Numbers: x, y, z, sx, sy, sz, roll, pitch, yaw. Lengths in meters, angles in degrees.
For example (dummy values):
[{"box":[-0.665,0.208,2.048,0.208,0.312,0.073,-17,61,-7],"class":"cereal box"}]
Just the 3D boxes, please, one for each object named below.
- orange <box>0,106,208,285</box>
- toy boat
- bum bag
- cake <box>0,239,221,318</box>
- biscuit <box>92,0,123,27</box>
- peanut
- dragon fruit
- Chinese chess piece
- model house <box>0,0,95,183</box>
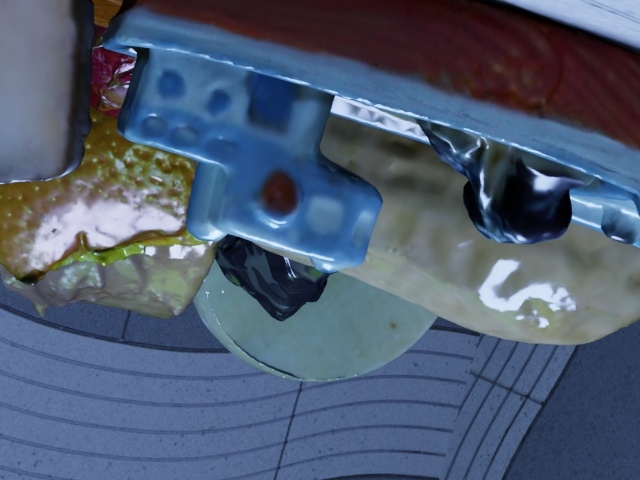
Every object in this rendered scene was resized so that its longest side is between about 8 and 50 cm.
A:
[{"box":[-0.196,-0.096,1.245,0.335,0.196,0.262,-8,-166,2],"class":"orange"},{"box":[0.060,-0.039,0.662,0.332,0.133,0.145,14,-178,-14],"class":"toy boat"},{"box":[-0.002,-0.011,1.509,0.340,0.144,0.095,-28,-178,44],"class":"bum bag"},{"box":[-0.279,-0.086,1.575,0.321,0.332,0.332,13,-176,-24],"class":"cake"},{"box":[-0.101,-0.140,0.779,0.192,0.036,0.186,14,180,-28],"class":"biscuit"},{"box":[0.072,-0.041,1.047,0.387,0.169,0.192,20,-172,17],"class":"peanut"},{"box":[-0.159,-0.148,1.081,0.094,0.094,0.190,15,-165,-19],"class":"dragon fruit"},{"box":[0.000,0.000,1.741,0.349,0.349,0.146,15,-168,-19],"class":"Chinese chess piece"},{"box":[-0.199,-0.108,0.606,0.183,0.166,0.172,-1,-156,-20],"class":"model house"}]
